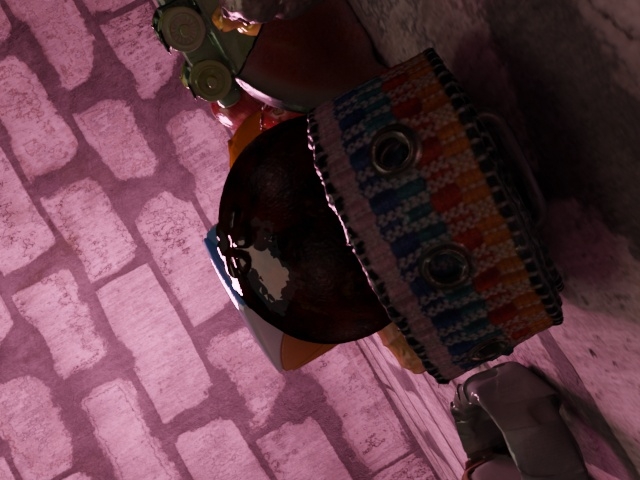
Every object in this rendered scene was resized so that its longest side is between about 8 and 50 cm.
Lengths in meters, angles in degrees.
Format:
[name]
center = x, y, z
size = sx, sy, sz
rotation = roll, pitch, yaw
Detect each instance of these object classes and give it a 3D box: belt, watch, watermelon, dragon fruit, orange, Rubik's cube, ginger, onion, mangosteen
[belt]
center = 0.119, -0.018, 0.559
size = 0.295, 0.160, 0.207
rotation = 61, -168, -8
[watch]
center = 0.270, 0.290, 0.883
size = 0.253, 0.161, 0.241
rotation = -151, 39, -76
[watermelon]
center = -0.022, -0.227, 0.770
size = 0.136, 0.207, 0.202
rotation = -38, 65, 57
[dragon fruit]
center = -0.019, -0.226, 0.996
size = 0.110, 0.153, 0.153
rotation = 26, 174, -3
[orange]
center = -0.102, -0.173, 1.343
size = 0.219, 0.192, 0.220
rotation = 0, -90, -80
[Rubik's cube]
center = -0.079, 0.097, 1.722
size = 0.352, 0.347, 0.352
rotation = 53, 171, 42
[ginger]
center = 0.125, 0.090, 1.189
size = 0.190, 0.126, 0.354
rotation = -104, -12, -76
[onion]
center = -0.161, -0.318, 1.476
size = 0.194, 0.160, 0.159
rotation = 27, -174, -21
[mangosteen]
center = 0.033, -0.023, 0.859
size = 0.306, 0.359, 0.306
rotation = 23, 119, 50

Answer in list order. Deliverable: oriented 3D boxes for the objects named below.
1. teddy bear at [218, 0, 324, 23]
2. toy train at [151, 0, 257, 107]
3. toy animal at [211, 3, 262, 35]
[teddy bear]
center = -0.075, -0.343, 0.642
size = 0.267, 0.151, 0.236
rotation = 52, 150, 31
[toy train]
center = -0.226, -0.413, 1.292
size = 0.272, 0.188, 0.159
rotation = 61, 174, -30
[toy animal]
center = -0.156, -0.438, 0.999
size = 0.233, 0.121, 0.169
rotation = 60, -175, 24
